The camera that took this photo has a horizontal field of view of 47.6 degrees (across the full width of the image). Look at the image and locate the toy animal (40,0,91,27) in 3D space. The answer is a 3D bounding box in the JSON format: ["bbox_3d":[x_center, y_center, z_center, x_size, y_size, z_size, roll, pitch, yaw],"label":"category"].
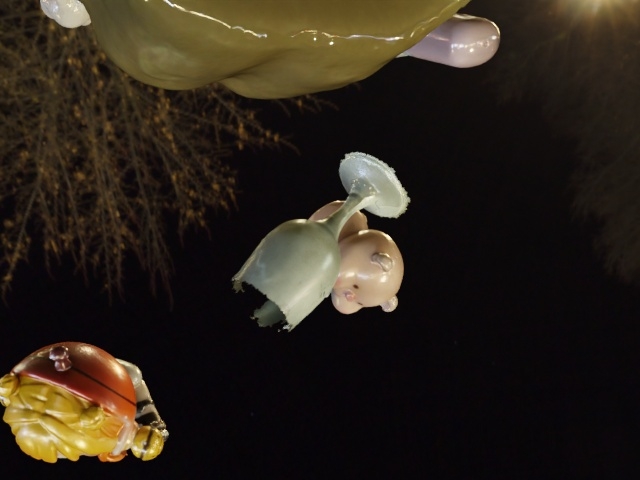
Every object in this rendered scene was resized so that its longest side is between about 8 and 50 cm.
[{"bbox_3d":[-0.588,-0.611,1.716,0.128,0.178,0.193,8,-127,-22],"label":"toy animal"}]

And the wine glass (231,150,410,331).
[{"bbox_3d":[0.000,0.000,1.152,0.143,0.143,0.321,27,-123,30],"label":"wine glass"}]

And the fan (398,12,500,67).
[{"bbox_3d":[0.092,-0.231,0.781,0.130,0.074,0.244,-14,-152,-31],"label":"fan"}]

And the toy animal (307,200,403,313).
[{"bbox_3d":[0.068,0.036,1.593,0.230,0.210,0.221,-4,-125,13],"label":"toy animal"}]

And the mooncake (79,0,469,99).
[{"bbox_3d":[-0.057,-0.293,0.570,0.379,0.378,0.201,-26,-172,-25],"label":"mooncake"}]

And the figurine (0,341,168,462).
[{"bbox_3d":[-0.419,0.281,1.270,0.320,0.323,0.196,16,-100,8],"label":"figurine"}]
